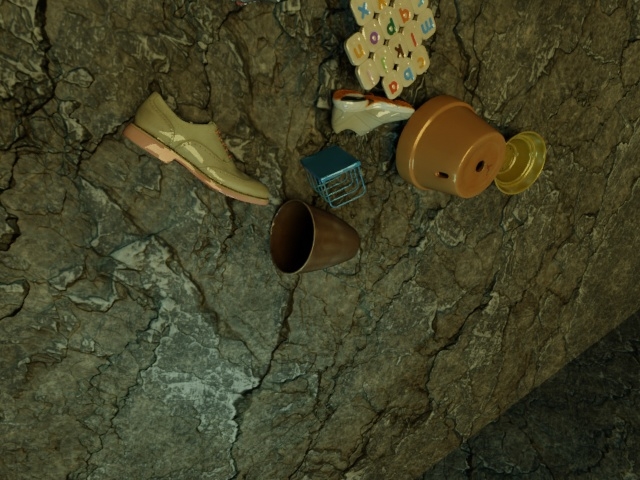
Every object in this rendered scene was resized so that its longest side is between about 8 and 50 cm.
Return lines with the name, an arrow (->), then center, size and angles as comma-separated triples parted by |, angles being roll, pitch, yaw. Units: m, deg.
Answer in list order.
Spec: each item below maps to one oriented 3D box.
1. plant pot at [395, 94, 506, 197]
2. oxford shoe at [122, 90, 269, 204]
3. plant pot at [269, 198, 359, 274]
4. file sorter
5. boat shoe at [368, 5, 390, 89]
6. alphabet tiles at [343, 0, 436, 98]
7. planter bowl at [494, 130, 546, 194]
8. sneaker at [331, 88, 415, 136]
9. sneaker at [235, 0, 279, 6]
plant pot -> 0.399, -0.259, 1.236 | 0.291, 0.203, 0.291 | -20, 131, -25
oxford shoe -> -0.277, -0.219, 1.061 | 0.397, 0.140, 0.146 | 29, 94, -33
plant pot -> 0.000, 0.000, 1.255 | 0.230, 0.215, 0.215 | 7, 112, -41
file sorter -> 0.036, -0.183, 1.186 | 0.118, 0.170, 0.104 | -25, 125, -9
boat shoe -> 0.160, -0.524, 1.129 | 0.081, 0.068, 0.227 | -19, 120, -13
alphabet tiles -> 0.185, -0.532, 1.084 | 0.284, 0.021, 0.278 | -44, 127, -12
planter bowl -> 0.658, -0.275, 1.439 | 0.217, 0.090, 0.217 | -9, 117, -19
sneaker -> 0.145, -0.359, 1.202 | 0.262, 0.099, 0.121 | -2, 132, -21
sneaker -> -0.174, -0.586, 0.983 | 0.158, 0.061, 0.065 | 9, 135, -23
